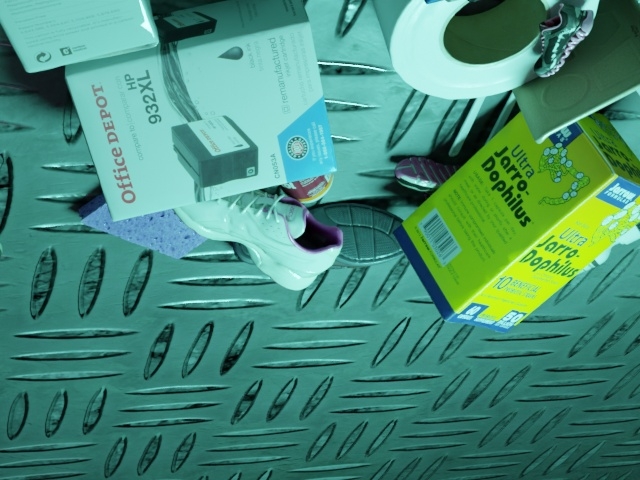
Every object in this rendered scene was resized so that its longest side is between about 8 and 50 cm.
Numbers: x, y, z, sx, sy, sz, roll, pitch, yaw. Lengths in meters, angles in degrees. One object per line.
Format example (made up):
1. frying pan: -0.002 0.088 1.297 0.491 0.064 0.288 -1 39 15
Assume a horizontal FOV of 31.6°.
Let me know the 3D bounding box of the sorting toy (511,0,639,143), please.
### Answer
1. sorting toy: 0.365 -0.242 1.562 0.208 0.193 0.038 -31 132 18

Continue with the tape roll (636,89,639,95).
1. tape roll: 0.563 -0.294 1.684 0.219 0.072 0.219 -11 148 -7

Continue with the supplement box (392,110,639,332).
1. supplement box: 0.328 -0.039 1.802 0.356 0.195 0.194 -45 146 25

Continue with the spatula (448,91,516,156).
1. spatula: 0.290 -0.213 1.760 0.168 0.019 0.242 -8 149 -20

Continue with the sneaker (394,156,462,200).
1. sneaker: 0.184 -0.089 1.865 0.170 0.063 0.075 5 138 -36

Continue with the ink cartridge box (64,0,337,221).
1. ink cartridge box: -0.152 -0.176 1.464 0.307 0.129 0.223 -13 124 -2

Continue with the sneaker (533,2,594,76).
1. sneaker: 0.305 -0.265 1.476 0.057 0.047 0.119 21 138 -12

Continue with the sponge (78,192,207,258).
1. sponge: -0.266 -0.036 1.801 0.117 0.031 0.210 -34 143 29

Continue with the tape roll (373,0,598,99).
1. tape roll: 0.218 -0.314 1.490 0.286 0.100 0.286 -10 148 -6

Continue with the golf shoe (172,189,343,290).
1. golf shoe: -0.098 -0.045 1.720 0.306 0.115 0.140 32 140 -24

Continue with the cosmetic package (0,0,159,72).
1. cosmetic package: -0.284 -0.372 1.092 0.156 0.217 0.385 -13 151 -1

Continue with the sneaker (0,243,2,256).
1. sneaker: -0.600 0.059 1.734 0.222 0.118 0.083 -6 148 -12

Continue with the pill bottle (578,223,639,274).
1. pill bottle: 0.411 -0.008 1.993 0.278 0.162 0.162 -27 146 19

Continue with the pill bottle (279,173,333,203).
1. pill bottle: -0.040 -0.126 1.696 0.086 0.086 0.152 -19 147 9

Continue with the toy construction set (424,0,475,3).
1. toy construction set: 0.152 -0.428 1.245 0.309 0.237 0.257 -36 115 4

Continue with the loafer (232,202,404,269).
1. loafer: 0.000 0.000 1.920 0.302 0.109 0.095 -2 166 -8
